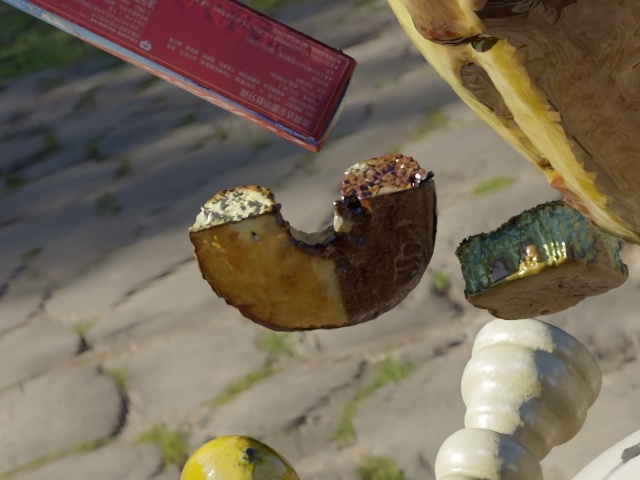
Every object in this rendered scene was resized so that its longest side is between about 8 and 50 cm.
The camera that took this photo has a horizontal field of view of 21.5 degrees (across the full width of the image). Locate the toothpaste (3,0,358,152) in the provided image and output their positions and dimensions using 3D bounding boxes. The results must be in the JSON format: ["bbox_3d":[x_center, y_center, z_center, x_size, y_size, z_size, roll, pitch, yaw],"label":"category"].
[{"bbox_3d":[-0.130,-0.157,1.124,0.066,0.320,0.076,-63,-1,-2],"label":"toothpaste"}]

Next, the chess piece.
[{"bbox_3d":[0.197,0.249,1.920,0.167,0.167,0.299,-1,46,40],"label":"chess piece"}]

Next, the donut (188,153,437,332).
[{"bbox_3d":[-0.002,0.001,1.499,0.217,0.141,0.085,-8,27,2],"label":"donut"}]

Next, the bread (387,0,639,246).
[{"bbox_3d":[0.131,-0.088,0.405,0.210,0.235,0.099,-42,49,11],"label":"bread"}]

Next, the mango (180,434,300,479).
[{"bbox_3d":[-0.064,0.205,1.325,0.076,0.103,0.161,-45,-2,-22],"label":"mango"}]

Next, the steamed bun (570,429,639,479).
[{"bbox_3d":[0.307,0.274,1.190,0.374,0.334,0.334,-25,20,-11],"label":"steamed bun"}]

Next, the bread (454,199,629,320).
[{"bbox_3d":[0.197,0.021,1.516,0.128,0.069,0.140,-26,-22,30],"label":"bread"}]
